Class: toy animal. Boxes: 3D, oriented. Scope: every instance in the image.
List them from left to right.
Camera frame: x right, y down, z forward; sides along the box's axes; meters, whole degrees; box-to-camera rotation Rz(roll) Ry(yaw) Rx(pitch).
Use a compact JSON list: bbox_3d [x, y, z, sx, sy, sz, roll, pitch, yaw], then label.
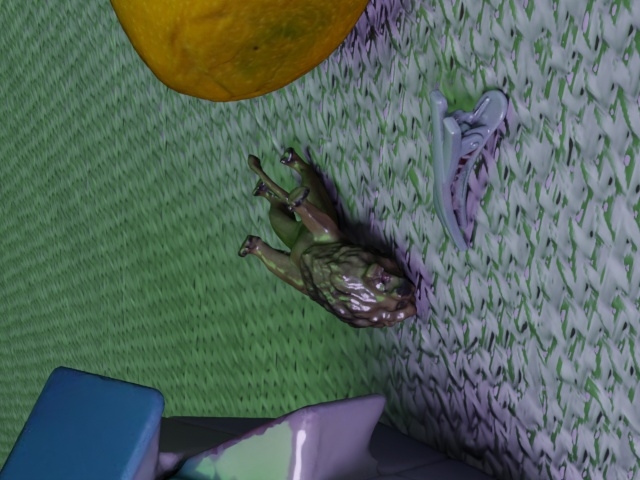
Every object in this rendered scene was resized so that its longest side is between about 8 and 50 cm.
[{"bbox_3d":[-0.014,-0.008,0.915,0.069,0.086,0.219,-52,38,13],"label":"toy animal"}]

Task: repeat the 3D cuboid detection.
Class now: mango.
[{"bbox_3d":[-0.033,-0.219,0.746,0.187,0.144,0.359,43,138,22],"label":"mango"}]

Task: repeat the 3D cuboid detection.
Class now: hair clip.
[{"bbox_3d":[0.079,-0.038,0.753,0.115,0.039,0.030,89,165,-55],"label":"hair clip"}]

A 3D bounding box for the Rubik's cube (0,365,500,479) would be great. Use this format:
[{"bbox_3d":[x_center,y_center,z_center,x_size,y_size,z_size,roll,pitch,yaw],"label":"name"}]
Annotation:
[{"bbox_3d":[-0.032,0.261,0.790,0.387,0.368,0.358,-169,84,-66],"label":"Rubik's cube"}]
